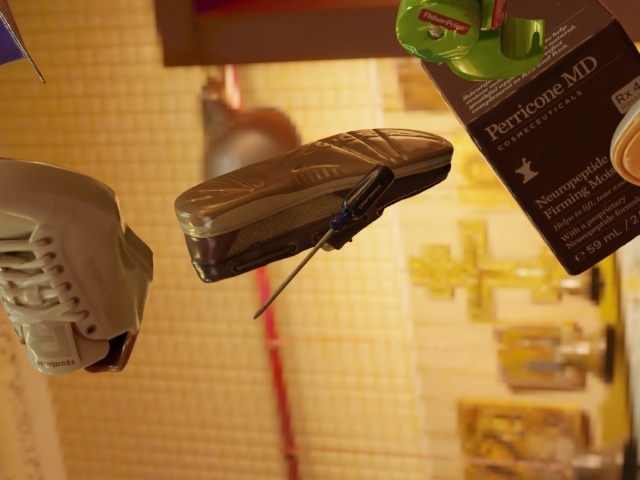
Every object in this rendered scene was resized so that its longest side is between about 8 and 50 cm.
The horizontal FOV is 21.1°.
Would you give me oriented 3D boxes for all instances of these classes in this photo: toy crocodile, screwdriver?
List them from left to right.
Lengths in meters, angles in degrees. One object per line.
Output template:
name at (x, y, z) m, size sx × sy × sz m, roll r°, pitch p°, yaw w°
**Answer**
screwdriver at (0.000, 0.000, 1.414) m, size 0.170 × 0.024 × 0.025 m, roll -45°, pitch -37°, yaw -14°
toy crocodile at (0.104, -0.249, 1.311) m, size 0.341 × 0.105 × 0.115 m, roll 74°, pitch -160°, yaw -46°

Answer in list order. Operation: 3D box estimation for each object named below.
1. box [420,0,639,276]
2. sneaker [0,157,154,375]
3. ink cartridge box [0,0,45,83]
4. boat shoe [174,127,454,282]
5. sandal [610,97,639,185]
box at (0.229, -0.113, 1.605) m, size 0.203 × 0.168 × 0.167 m, roll 51°, pitch -172°, yaw -29°
sneaker at (-0.193, 0.028, 1.266) m, size 0.290 × 0.105 × 0.123 m, roll 48°, pitch -136°, yaw -65°
ink cartridge box at (-0.276, -0.224, 1.210) m, size 0.206 × 0.045 × 0.208 m, roll 63°, pitch 176°, yaw -39°
boat shoe at (-0.002, -0.034, 1.631) m, size 0.285 × 0.103 × 0.092 m, roll -18°, pitch -62°, yaw -25°
sandal at (0.297, -0.098, 1.264) m, size 0.265 × 0.102 × 0.076 m, roll 121°, pitch 168°, yaw -51°
